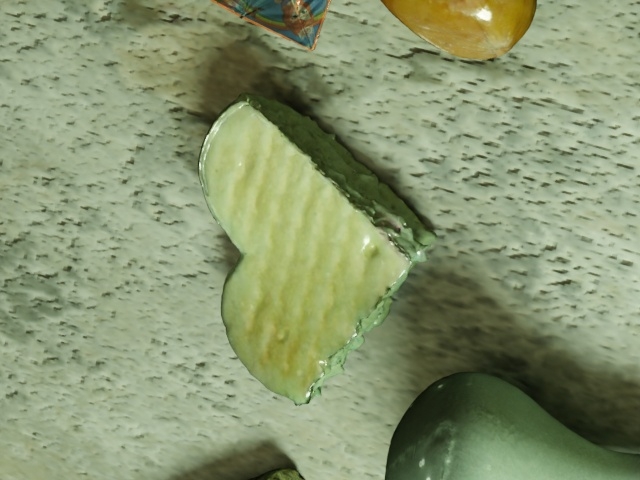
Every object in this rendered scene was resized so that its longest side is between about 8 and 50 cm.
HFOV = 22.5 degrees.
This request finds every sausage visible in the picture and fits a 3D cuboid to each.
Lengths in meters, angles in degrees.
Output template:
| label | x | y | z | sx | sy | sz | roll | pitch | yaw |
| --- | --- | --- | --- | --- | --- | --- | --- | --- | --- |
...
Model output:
| label | x | y | z | sx | sy | sz | roll | pitch | yaw |
| --- | --- | --- | --- | --- | --- | --- | --- | --- | --- |
| sausage | 0.031 | -0.220 | 1.076 | 0.270 | 0.109 | 0.109 | 38 | 116 | 7 |

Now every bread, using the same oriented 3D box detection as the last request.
| label | x | y | z | sx | sy | sz | roll | pitch | yaw |
| --- | --- | --- | --- | --- | --- | --- | --- | --- | --- |
| bread | 0.000 | 0.000 | 1.170 | 0.173 | 0.064 | 0.232 | -5 | 102 | 26 |

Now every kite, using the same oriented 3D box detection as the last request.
| label | x | y | z | sx | sy | sz | roll | pitch | yaw |
| --- | --- | --- | --- | --- | --- | --- | --- | --- | --- |
| kite | -0.035 | -0.212 | 1.166 | 0.190 | 0.010 | 0.159 | -22 | 92 | 28 |

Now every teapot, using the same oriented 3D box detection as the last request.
| label | x | y | z | sx | sy | sz | roll | pitch | yaw |
| --- | --- | --- | --- | --- | --- | --- | --- | --- | --- |
| teapot | 0.174 | 0.178 | 1.077 | 0.251 | 0.183 | 0.183 | -1 | 102 | 15 |

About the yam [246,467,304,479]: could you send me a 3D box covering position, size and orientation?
| label | x | y | z | sx | sy | sz | roll | pitch | yaw |
| --- | --- | --- | --- | --- | --- | --- | --- | --- | --- |
| yam | -0.119 | 0.248 | 1.290 | 0.253 | 0.061 | 0.061 | -27 | 90 | 27 |
